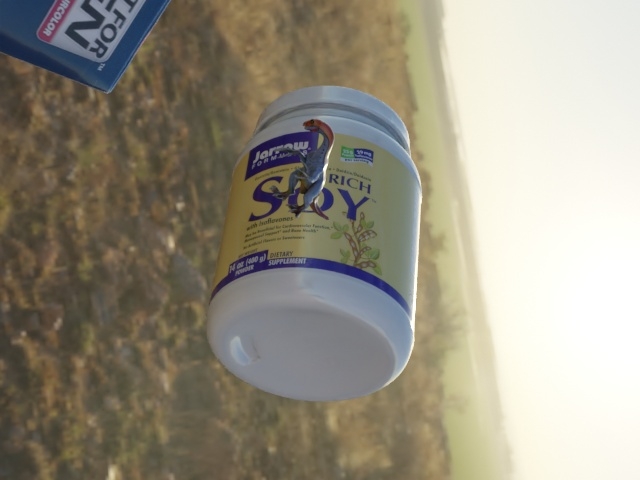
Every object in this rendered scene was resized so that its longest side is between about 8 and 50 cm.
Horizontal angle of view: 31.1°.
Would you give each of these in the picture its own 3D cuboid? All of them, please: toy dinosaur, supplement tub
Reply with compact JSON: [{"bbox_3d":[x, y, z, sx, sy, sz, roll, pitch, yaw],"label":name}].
[{"bbox_3d":[-0.008,-0.063,0.955,0.090,0.082,0.047,6,39,-54],"label":"toy dinosaur"},{"bbox_3d":[0.000,0.000,1.394,0.241,0.241,0.331,70,21,-49],"label":"supplement tub"}]

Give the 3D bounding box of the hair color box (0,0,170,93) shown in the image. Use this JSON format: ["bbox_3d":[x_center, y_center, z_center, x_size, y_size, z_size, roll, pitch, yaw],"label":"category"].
[{"bbox_3d":[-0.236,-0.203,0.513,0.347,0.105,0.174,18,30,-37],"label":"hair color box"}]
